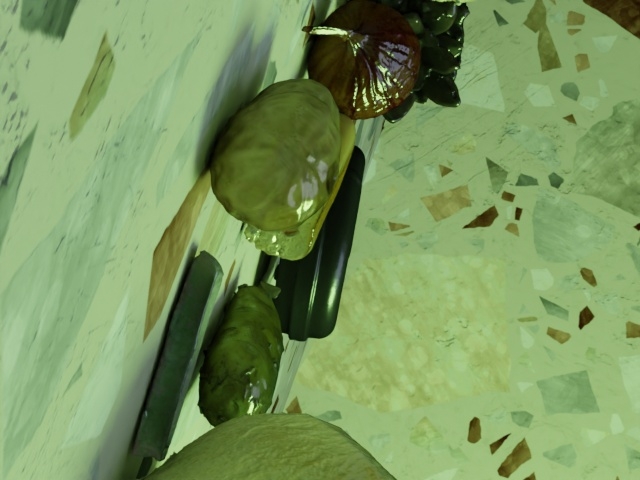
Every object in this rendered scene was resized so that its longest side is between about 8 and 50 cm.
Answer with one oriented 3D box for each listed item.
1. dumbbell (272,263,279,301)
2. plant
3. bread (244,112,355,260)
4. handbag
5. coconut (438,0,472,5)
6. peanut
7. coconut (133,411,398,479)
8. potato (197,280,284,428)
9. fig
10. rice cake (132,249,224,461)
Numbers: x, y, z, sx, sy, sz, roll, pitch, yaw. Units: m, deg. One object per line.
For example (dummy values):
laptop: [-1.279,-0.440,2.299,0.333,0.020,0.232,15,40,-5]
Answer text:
dumbbell: [-0.062,0.074,1.892,0.036,0.040,0.083,64,35,-38]
plant: [0.107,-0.285,1.695,0.320,0.194,0.181,-73,167,-69]
bread: [-0.023,-0.071,1.427,0.173,0.085,0.134,-65,175,-52]
handbag: [0.001,0.000,1.771,0.253,0.093,0.308,94,7,-60]
coconut: [0.163,-0.402,1.420,0.239,0.239,0.244,104,5,-47]
peanut: [-0.030,-0.087,1.110,0.236,0.110,0.120,-67,161,-64]
coconut: [-0.048,0.348,1.220,0.360,0.346,0.346,-21,141,-37]
potato: [-0.090,0.136,1.432,0.225,0.090,0.117,-77,176,-55]
fig: [0.045,-0.229,1.423,0.201,0.134,0.146,60,38,-72]
rice cake: [-0.132,0.108,1.142,0.047,0.036,0.206,-124,-129,-80]
